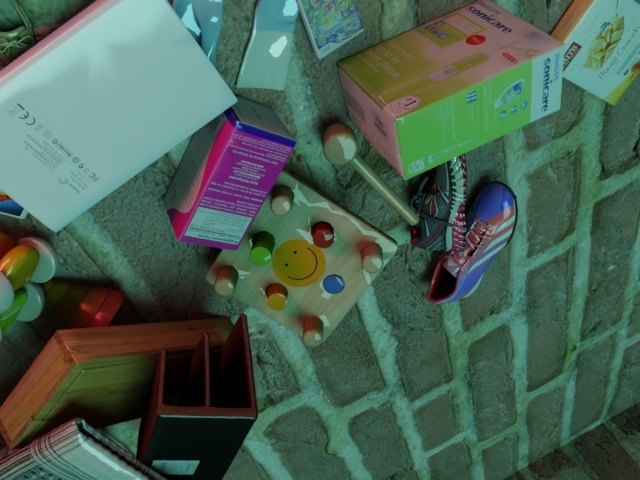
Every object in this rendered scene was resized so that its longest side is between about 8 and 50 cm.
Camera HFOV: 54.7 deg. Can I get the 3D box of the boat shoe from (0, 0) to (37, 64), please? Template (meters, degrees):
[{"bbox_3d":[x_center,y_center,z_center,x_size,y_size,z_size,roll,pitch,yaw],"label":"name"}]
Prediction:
[{"bbox_3d":[-0.381,-0.269,0.743,0.056,0.048,0.153,-16,134,-16],"label":"boat shoe"}]

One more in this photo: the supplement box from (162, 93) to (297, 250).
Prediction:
[{"bbox_3d":[-0.149,-0.106,0.975,0.114,0.111,0.220,13,121,-38],"label":"supplement box"}]

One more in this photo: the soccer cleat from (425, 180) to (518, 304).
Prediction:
[{"bbox_3d":[0.324,0.017,1.344,0.116,0.109,0.318,-20,142,-39],"label":"soccer cleat"}]

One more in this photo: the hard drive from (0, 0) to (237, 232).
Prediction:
[{"bbox_3d":[-0.295,-0.171,0.812,0.319,0.040,0.210,-36,135,1],"label":"hard drive"}]

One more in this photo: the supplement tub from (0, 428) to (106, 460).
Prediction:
[{"bbox_3d":[-0.569,0.507,1.198,0.316,0.228,0.228,-34,137,2],"label":"supplement tub"}]

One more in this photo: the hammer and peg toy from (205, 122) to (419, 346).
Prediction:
[{"bbox_3d":[0.000,0.000,1.073,0.266,0.127,0.361,33,111,-12],"label":"hammer and peg toy"}]

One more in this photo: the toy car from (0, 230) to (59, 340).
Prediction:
[{"bbox_3d":[-0.496,0.066,0.925,0.136,0.159,0.182,29,115,0],"label":"toy car"}]

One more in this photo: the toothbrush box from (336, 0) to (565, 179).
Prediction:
[{"bbox_3d":[0.201,-0.246,0.980,0.283,0.206,0.122,-24,135,-8],"label":"toothbrush box"}]

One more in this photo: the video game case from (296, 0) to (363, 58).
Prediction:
[{"bbox_3d":[0.014,-0.341,0.917,0.087,0.011,0.122,-36,141,-8],"label":"video game case"}]

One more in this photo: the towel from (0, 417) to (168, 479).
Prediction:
[{"bbox_3d":[-0.399,0.446,1.018,0.312,0.056,0.324,-30,124,14],"label":"towel"}]

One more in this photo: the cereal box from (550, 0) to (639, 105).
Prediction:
[{"bbox_3d":[0.538,-0.371,1.174,0.240,0.047,0.173,11,122,-36],"label":"cereal box"}]

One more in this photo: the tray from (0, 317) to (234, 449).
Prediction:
[{"bbox_3d":[-0.329,0.241,1.104,0.203,0.076,0.411,-49,157,17],"label":"tray"}]

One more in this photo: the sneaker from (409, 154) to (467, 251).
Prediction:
[{"bbox_3d":[0.227,-0.095,1.202,0.112,0.120,0.299,0,126,10],"label":"sneaker"}]

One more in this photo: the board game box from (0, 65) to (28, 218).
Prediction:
[{"bbox_3d":[-0.495,-0.152,0.779,0.305,0.053,0.193,19,116,-39],"label":"board game box"}]

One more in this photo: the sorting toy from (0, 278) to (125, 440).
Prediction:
[{"bbox_3d":[-0.494,0.193,1.072,0.126,0.127,0.365,38,104,-19],"label":"sorting toy"}]

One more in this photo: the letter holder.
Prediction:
[{"bbox_3d":[-0.227,0.278,1.084,0.152,0.214,0.301,7,137,-19],"label":"letter holder"}]

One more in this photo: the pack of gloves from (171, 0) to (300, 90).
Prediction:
[{"bbox_3d":[-0.107,-0.314,0.862,0.195,0.046,0.232,-2,129,-27],"label":"pack of gloves"}]
